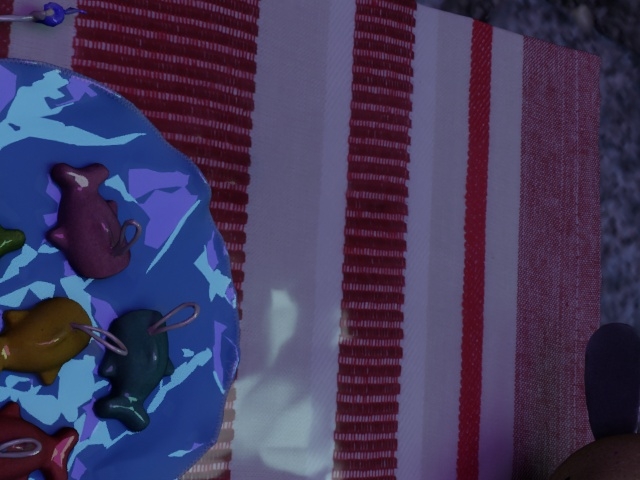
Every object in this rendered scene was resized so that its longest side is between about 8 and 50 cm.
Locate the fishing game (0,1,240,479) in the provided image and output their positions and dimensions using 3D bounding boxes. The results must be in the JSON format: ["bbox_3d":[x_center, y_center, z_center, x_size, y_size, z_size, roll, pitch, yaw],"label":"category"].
[{"bbox_3d":[-0.103,0.024,0.412,0.189,0.041,0.264,-10,90,-37],"label":"fishing game"}]

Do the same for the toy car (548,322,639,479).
[{"bbox_3d":[0.115,0.126,0.488,0.149,0.155,0.188,30,83,-36],"label":"toy car"}]

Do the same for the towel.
[{"bbox_3d":[0.000,0.000,0.529,0.329,0.037,0.237,9,78,-33],"label":"towel"}]
